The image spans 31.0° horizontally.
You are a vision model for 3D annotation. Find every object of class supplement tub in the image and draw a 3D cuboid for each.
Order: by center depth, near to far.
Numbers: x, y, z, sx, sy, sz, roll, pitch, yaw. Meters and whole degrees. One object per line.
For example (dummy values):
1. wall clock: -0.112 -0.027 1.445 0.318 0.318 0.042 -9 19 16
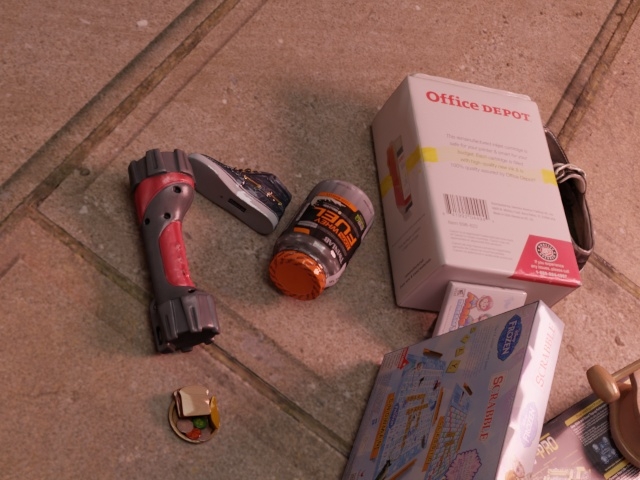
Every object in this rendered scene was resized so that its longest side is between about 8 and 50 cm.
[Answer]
1. supplement tub: 0.000 0.000 1.839 0.117 0.117 0.190 36 50 -4

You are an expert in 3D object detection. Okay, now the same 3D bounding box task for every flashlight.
1. flashlight: -0.214 0.012 1.727 0.103 0.103 0.304 0 60 -32

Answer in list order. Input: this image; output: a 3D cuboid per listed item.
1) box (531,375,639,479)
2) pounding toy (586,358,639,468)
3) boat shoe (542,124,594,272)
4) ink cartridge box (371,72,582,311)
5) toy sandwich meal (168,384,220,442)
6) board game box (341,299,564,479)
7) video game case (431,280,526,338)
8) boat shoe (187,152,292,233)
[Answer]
1. box: 0.473 0.412 1.848 0.395 0.097 0.318 -24 75 -37
2. pounding toy: 0.557 0.262 1.830 0.270 0.155 0.154 2 54 -29
3. boat shoe: 0.447 -0.090 2.135 0.121 0.119 0.335 5 59 -26
4. ink cartridge box: 0.260 -0.072 1.996 0.279 0.160 0.384 9 57 -24
5. toy sandwich meal: -0.177 0.246 1.643 0.086 0.029 0.085 14 55 -21
6. board game box: 0.178 0.263 1.639 0.066 0.318 0.318 41 49 -23
7. video game case: 0.251 0.147 1.874 0.143 0.157 0.019 8 16 -24
8. boat shoe: -0.133 -0.093 1.865 0.183 0.065 0.083 39 49 -10
